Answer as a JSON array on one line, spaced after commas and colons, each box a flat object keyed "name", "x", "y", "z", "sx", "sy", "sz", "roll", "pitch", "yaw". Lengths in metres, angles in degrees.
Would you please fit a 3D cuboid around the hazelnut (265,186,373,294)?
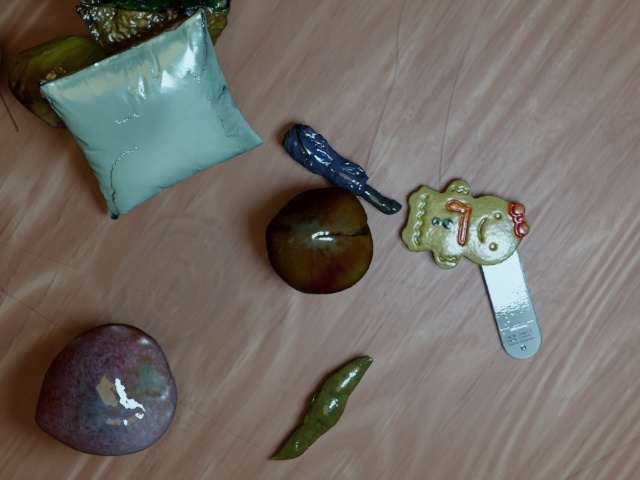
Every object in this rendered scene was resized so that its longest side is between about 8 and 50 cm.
[{"name": "hazelnut", "x": 0.000, "y": 0.000, "z": 1.712, "sx": 0.208, "sy": 0.208, "sz": 0.208, "roll": 0, "pitch": 96, "yaw": 0}]

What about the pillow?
[{"name": "pillow", "x": -0.284, "y": -0.212, "z": 1.686, "sx": 0.310, "sy": 0.119, "sz": 0.312, "roll": -28, "pitch": 131, "yaw": -6}]

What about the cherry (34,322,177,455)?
[{"name": "cherry", "x": -0.379, "y": 0.270, "z": 1.749, "sx": 0.239, "sy": 0.206, "sz": 0.239, "roll": 14, "pitch": 118, "yaw": 26}]

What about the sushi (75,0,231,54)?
[{"name": "sushi", "x": -0.285, "y": -0.402, "z": 1.698, "sx": 0.287, "sy": 0.149, "sz": 0.140, "roll": -4, "pitch": 128, "yaw": -20}]

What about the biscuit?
[{"name": "biscuit", "x": 0.264, "y": -0.024, "z": 1.780, "sx": 0.225, "sy": 0.036, "sz": 0.166, "roll": 13, "pitch": 90, "yaw": 6}]

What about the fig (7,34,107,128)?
[{"name": "fig", "x": -0.420, "y": -0.312, "z": 1.725, "sx": 0.159, "sy": 0.159, "sz": 0.257, "roll": 46, "pitch": 75, "yaw": -4}]

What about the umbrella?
[{"name": "umbrella", "x": 0.037, "y": -0.119, "z": 1.770, "sx": 0.248, "sy": 0.071, "sz": 0.071, "roll": 39, "pitch": 94, "yaw": -5}]

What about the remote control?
[{"name": "remote control", "x": 0.348, "y": 0.101, "z": 1.814, "sx": 0.077, "sy": 0.022, "sz": 0.245, "roll": -16, "pitch": 96, "yaw": 4}]

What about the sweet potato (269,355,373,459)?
[{"name": "sweet potato", "x": 0.004, "y": 0.316, "z": 1.815, "sx": 0.067, "sy": 0.067, "sz": 0.274, "roll": 39, "pitch": 96, "yaw": -4}]
